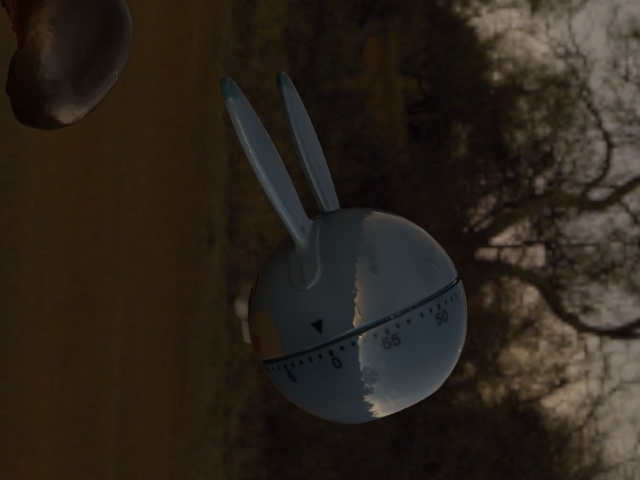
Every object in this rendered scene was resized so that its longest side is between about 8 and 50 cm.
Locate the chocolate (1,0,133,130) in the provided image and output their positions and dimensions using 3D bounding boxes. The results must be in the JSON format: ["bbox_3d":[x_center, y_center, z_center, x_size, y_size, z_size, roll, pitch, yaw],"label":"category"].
[{"bbox_3d":[-0.222,-0.159,0.965,0.124,0.127,0.133,-20,113,-62],"label":"chocolate"}]

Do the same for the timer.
[{"bbox_3d":[-0.008,0.019,0.842,0.255,0.175,0.175,45,2,5],"label":"timer"}]
